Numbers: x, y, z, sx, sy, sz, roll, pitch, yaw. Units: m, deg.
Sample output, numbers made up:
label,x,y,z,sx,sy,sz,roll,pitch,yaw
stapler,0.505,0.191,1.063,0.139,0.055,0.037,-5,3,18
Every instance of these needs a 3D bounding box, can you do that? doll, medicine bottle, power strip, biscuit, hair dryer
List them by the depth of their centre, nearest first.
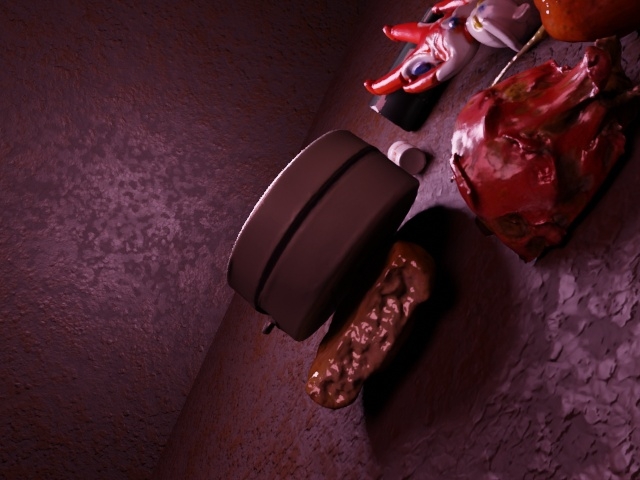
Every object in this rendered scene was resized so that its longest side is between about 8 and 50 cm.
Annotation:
label,x,y,z,sx,sy,sz,roll,pitch,yaw
biscuit,0.081,0.117,0.845,0.274,0.091,0.213,-59,3,19
power strip,0.000,0.000,0.930,0.357,0.161,0.357,-50,-12,-14
doll,0.223,-0.358,1.000,0.384,0.099,0.189,8,79,58
medicine bottle,0.170,-0.164,1.100,0.057,0.057,0.089,-60,14,12
hair dryer,0.216,-0.396,1.281,0.244,0.116,0.302,-56,9,16

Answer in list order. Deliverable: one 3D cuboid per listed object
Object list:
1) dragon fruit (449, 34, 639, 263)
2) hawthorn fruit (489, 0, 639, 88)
label,x,y,z,sx,sy,sz,roll,pitch,yaw
dragon fruit,0.256,-0.143,0.628,0.211,0.134,0.262,-42,26,48
hawthorn fruit,0.289,-0.279,0.666,0.285,0.165,0.165,-38,28,44
